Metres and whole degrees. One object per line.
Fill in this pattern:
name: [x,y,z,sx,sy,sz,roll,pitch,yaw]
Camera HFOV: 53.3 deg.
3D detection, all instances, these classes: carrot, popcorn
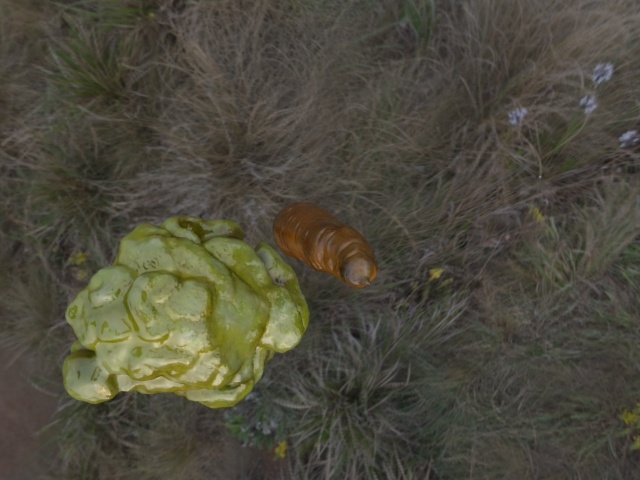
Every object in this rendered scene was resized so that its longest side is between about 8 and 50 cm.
carrot: [0.000,0.000,0.560,0.059,0.248,0.059,-2,99,-14]
popcorn: [-0.154,0.085,0.724,0.241,0.250,0.235,-27,92,19]
